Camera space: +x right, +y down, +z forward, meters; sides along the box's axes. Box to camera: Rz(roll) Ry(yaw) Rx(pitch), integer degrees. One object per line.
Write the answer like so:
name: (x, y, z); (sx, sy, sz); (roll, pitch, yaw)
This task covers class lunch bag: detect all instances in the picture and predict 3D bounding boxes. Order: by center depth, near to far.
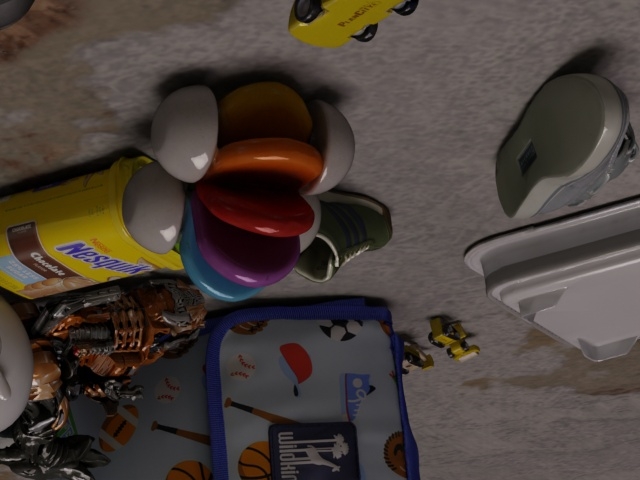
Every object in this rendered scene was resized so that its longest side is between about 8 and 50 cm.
lunch bag: (-0.087, 0.251, 1.988); (0.385, 0.328, 0.239); (-12, 162, 19)

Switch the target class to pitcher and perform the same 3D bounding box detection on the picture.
pitcher: (-0.309, 0.088, 1.659); (0.125, 0.177, 0.207); (-39, 138, -19)

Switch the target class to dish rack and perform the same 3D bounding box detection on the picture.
dish rack: (0.336, 0.035, 1.892); (0.332, 0.072, 0.285); (-17, 155, 25)

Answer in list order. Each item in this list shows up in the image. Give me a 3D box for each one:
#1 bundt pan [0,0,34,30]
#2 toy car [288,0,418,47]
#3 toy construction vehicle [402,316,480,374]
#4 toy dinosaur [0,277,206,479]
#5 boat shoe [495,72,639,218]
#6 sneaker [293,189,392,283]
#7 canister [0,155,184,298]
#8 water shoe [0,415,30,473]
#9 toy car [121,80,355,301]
bundt pan: (-0.292, -0.191, 1.092); (0.330, 0.124, 0.331); (-4, 158, -2)
toy car: (0.069, -0.207, 1.231); (0.239, 0.053, 0.225); (-12, 157, 14)
toy construction vehicle: (0.121, 0.111, 2.086); (0.086, 0.035, 0.098); (-28, 153, 23)
toy dinosaur: (-0.273, 0.113, 1.861); (0.321, 0.164, 0.218); (4, 147, -6)
boat shoe: (0.211, -0.079, 1.575); (0.081, 0.079, 0.227); (-9, 165, -17)
sneaker: (0.000, 0.000, 1.692); (0.064, 0.086, 0.192); (-19, 155, 30)
canister: (-0.199, -0.007, 1.647); (0.170, 0.073, 0.126); (-13, 156, 23)
water shoe: (-0.364, 0.199, 2.159); (0.080, 0.073, 0.203); (13, 158, 13)
toy car: (-0.057, -0.028, 1.505); (0.159, 0.136, 0.182); (4, 135, -25)
